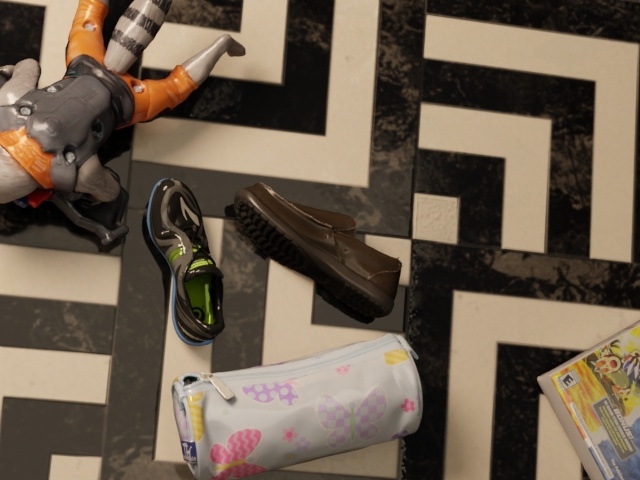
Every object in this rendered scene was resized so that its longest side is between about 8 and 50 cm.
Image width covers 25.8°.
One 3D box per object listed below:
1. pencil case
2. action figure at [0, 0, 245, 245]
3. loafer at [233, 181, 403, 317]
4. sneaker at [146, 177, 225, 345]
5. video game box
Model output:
[{"bbox_3d":[-0.026,0.178,1.517,0.273,0.113,0.124,-9,105,-14],"label":"pencil case"},{"bbox_3d":[-0.288,-0.180,1.496,0.341,0.178,0.330,38,65,-7],"label":"action figure"},{"bbox_3d":[0.000,0.000,1.580,0.220,0.080,0.078,37,65,-9],"label":"loafer"},{"bbox_3d":[-0.138,0.021,1.533,0.067,0.078,0.188,-10,85,-33],"label":"sneaker"},{"bbox_3d":[0.383,0.207,1.636,0.187,0.048,0.205,-28,87,-18],"label":"video game box"}]
